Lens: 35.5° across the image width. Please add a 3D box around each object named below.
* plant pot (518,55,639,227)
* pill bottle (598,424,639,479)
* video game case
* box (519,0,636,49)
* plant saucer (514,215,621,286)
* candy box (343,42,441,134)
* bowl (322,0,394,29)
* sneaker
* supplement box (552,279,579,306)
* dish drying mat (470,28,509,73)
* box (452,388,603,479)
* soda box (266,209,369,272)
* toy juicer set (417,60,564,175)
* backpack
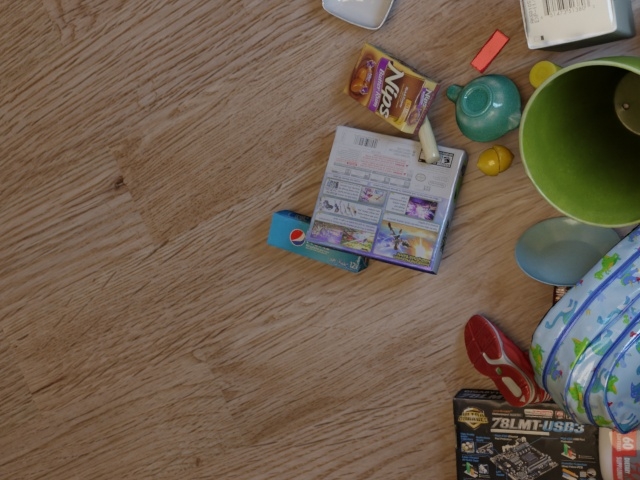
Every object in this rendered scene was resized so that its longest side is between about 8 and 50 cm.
[{"bbox_3d":[0.518,-0.202,1.694,0.274,0.293,0.275,15,119,28],"label":"plant pot"},{"bbox_3d":[0.690,0.348,1.777,0.362,0.210,0.210,0,99,22],"label":"pill bottle"},{"bbox_3d":[0.130,-0.081,1.974,0.269,0.061,0.244,14,83,20],"label":"video game case"},{"bbox_3d":[0.441,-0.393,1.697,0.147,0.311,0.121,-9,96,23],"label":"box"},{"bbox_3d":[0.458,0.030,1.850,0.194,0.195,0.037,4,132,22],"label":"plant saucer"},{"bbox_3d":[0.136,-0.296,1.940,0.186,0.053,0.109,39,113,38],"label":"candy box"},{"bbox_3d":[0.088,-0.495,1.964,0.142,0.053,0.142,26,108,17],"label":"bowl"},{"bbox_3d":[0.378,0.238,1.963,0.087,0.128,0.221,-55,45,31],"label":"sneaker"},{"bbox_3d":[0.481,0.159,1.887,0.080,0.104,0.188,6,101,21],"label":"supplement box"},{"bbox_3d":[0.324,-0.362,1.915,0.032,0.008,0.083,42,110,10],"label":"dish drying mat"},{"bbox_3d":[0.416,0.448,1.980,0.295,0.073,0.294,-2,98,23],"label":"box"},{"bbox_3d":[0.000,0.000,2.076,0.210,0.067,0.071,18,105,18],"label":"soda box"},{"bbox_3d":[0.308,-0.217,1.888,0.328,0.089,0.209,-2,78,34],"label":"toy juicer set"},{"bbox_3d":[0.522,0.152,1.696,0.355,0.290,0.273,-29,48,3],"label":"backpack"}]
